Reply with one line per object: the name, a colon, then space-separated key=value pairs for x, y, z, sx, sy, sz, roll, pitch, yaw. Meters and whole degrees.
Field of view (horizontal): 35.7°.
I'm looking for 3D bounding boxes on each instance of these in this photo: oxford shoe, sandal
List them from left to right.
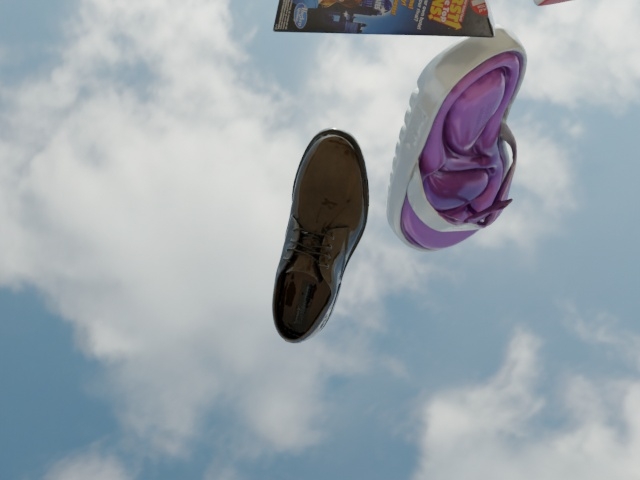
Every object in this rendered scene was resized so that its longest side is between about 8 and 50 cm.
oxford shoe: x=0.000 y=0.000 z=1.006 sx=0.082 sy=0.096 sz=0.227 roll=10 pitch=-77 yaw=6
sandal: x=0.161 y=-0.069 z=1.102 sx=0.169 sy=0.416 sz=0.102 roll=-31 pitch=-115 yaw=-7

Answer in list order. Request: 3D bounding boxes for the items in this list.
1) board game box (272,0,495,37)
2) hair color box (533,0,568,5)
board game box: x=0.074 y=-0.256 z=0.869 sx=0.194 sy=0.194 sz=0.060 roll=16 pitch=-152 yaw=1
hair color box: x=0.110 y=-0.203 z=0.445 sx=0.053 sy=0.093 sz=0.167 roll=-20 pitch=-95 yaw=-38
